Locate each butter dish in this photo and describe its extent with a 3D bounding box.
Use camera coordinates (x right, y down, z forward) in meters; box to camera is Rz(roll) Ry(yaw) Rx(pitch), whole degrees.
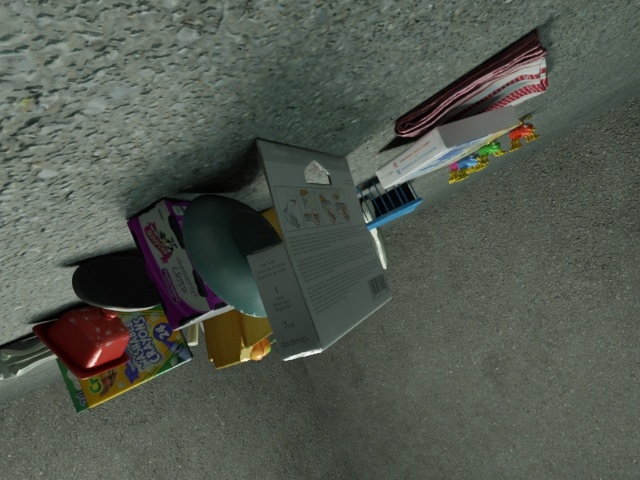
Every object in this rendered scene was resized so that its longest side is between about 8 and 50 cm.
[{"bbox_3d":[-0.472,0.187,0.908,0.118,0.160,0.160,-51,170,7],"label":"butter dish"}]

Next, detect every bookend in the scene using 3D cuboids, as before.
[{"bbox_3d":[0.241,-0.118,1.433,0.156,0.072,0.157,-28,174,18],"label":"bookend"}]

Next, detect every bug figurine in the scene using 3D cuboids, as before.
[{"bbox_3d":[0.479,-0.256,1.257,0.279,0.072,0.216,-29,-179,-12],"label":"bug figurine"}]

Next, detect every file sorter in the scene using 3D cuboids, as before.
[{"bbox_3d":[0.149,-0.097,1.096,0.170,0.104,0.118,-25,174,-1],"label":"file sorter"}]

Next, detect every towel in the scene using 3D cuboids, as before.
[{"bbox_3d":[0.286,-0.242,0.780,0.237,0.037,0.329,-28,173,28],"label":"towel"}]

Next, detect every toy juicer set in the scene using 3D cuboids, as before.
[{"bbox_3d":[-0.270,0.265,1.296,0.329,0.209,0.089,6,154,19],"label":"toy juicer set"}]

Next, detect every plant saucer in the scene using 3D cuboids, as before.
[{"bbox_3d":[-0.097,0.009,0.591,0.037,0.194,0.195,-33,171,26],"label":"plant saucer"}]

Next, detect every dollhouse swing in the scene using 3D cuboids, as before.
[{"bbox_3d":[-0.097,0.097,0.999,0.305,0.315,0.347,-6,164,-29],"label":"dollhouse swing"}]

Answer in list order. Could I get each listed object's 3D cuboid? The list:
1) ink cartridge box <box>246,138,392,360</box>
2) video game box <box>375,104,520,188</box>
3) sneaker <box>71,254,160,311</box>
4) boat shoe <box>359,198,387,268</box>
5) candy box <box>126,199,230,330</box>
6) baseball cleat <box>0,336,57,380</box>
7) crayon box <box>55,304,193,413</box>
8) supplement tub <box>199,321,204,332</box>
[{"bbox_3d":[0.000,0.000,0.641,0.066,0.261,0.296,-20,176,25],"label":"ink cartridge box"},{"bbox_3d":[0.234,-0.173,0.815,0.205,0.048,0.187,-22,179,-29],"label":"video game box"},{"bbox_3d":[-0.312,0.078,0.758,0.145,0.090,0.270,-16,173,37],"label":"sneaker"},{"bbox_3d":[0.144,-0.009,1.348,0.091,0.109,0.305,-11,140,15],"label":"boat shoe"},{"bbox_3d":[-0.159,0.028,0.655,0.071,0.159,0.233,-27,175,15],"label":"candy box"},{"bbox_3d":[-0.636,0.248,0.961,0.206,0.072,0.109,-15,-174,-13],"label":"baseball cleat"},{"bbox_3d":[-0.537,0.300,1.166,0.323,0.203,0.083,-24,173,-16],"label":"crayon box"},{"bbox_3d":[-0.248,0.225,1.528,0.241,0.241,0.331,-28,173,17],"label":"supplement tub"}]
